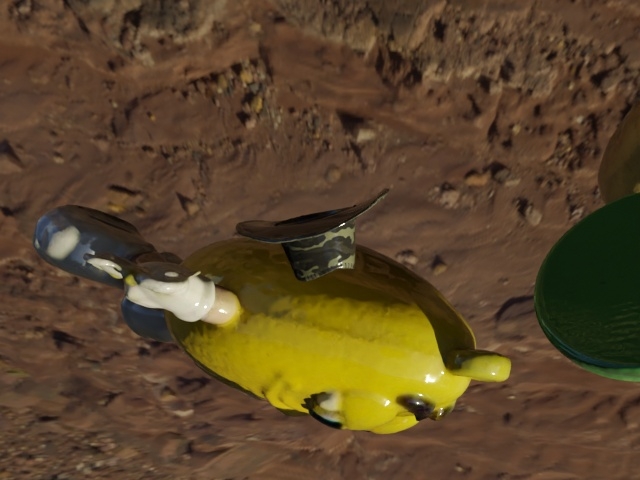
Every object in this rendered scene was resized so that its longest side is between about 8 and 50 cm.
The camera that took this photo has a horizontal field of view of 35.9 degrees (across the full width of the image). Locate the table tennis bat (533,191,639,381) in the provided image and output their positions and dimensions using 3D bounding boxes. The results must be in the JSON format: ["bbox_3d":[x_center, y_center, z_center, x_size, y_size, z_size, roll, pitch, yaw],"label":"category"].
[{"bbox_3d":[0.267,-0.002,0.709,0.257,0.039,0.160,-43,43,-10],"label":"table tennis bat"}]

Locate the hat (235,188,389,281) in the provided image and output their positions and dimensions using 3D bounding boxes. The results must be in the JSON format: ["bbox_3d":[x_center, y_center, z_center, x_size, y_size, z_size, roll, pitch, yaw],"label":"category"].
[{"bbox_3d":[0.000,0.000,0.690,0.121,0.121,0.050,-14,95,-1],"label":"hat"}]

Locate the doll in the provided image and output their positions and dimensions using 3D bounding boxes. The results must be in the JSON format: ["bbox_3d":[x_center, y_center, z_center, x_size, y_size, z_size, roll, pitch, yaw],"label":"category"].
[{"bbox_3d":[-0.074,0.057,0.895,0.348,0.423,0.161,19,84,-24],"label":"doll"}]

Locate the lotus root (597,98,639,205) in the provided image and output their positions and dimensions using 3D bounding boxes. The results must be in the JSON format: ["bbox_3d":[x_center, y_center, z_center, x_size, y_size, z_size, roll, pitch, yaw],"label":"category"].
[{"bbox_3d":[0.314,-0.083,0.815,0.125,0.221,0.118,-30,74,-33],"label":"lotus root"}]
